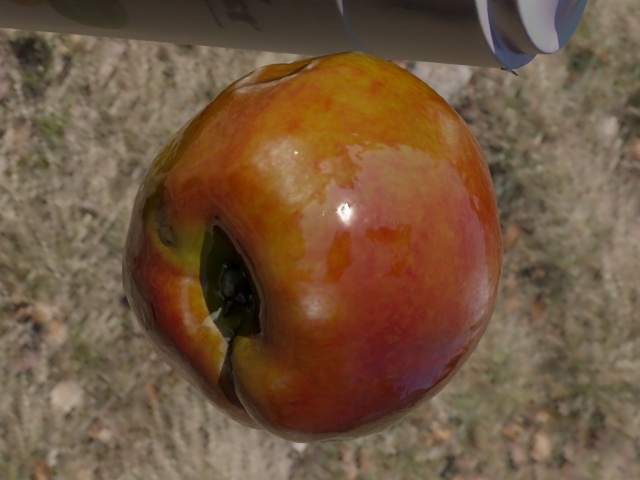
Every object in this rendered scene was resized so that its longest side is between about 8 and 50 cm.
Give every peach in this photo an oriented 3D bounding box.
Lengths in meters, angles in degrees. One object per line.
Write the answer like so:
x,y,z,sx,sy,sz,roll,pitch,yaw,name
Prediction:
0.002,0.000,0.388,0.101,0.101,0.100,-28,134,-34,peach

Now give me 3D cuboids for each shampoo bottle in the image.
-0.026,-0.103,0.479,0.092,0.303,0.092,-32,127,-57,shampoo bottle
